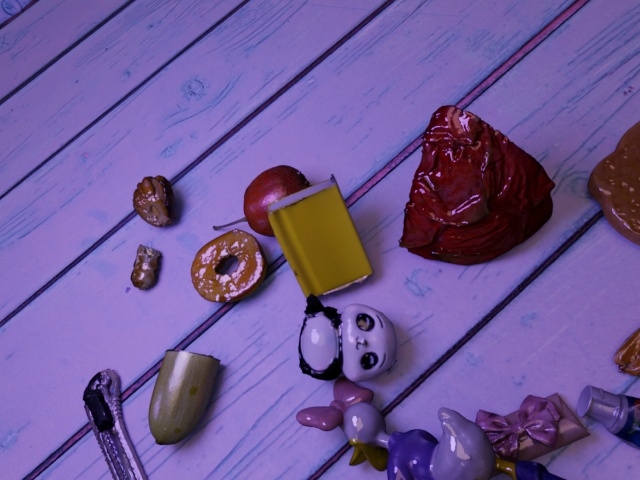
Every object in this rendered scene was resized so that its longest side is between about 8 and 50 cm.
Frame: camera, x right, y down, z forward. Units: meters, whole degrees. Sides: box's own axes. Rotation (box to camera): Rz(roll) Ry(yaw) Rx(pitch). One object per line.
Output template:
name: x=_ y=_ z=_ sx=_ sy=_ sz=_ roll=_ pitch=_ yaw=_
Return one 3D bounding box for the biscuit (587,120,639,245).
biscuit: x=0.718 y=-0.118 z=0.843 sx=0.312 sy=0.057 sz=0.351 roll=37 pitch=82 yaw=26

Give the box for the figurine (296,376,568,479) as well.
figurine: x=0.158 y=0.347 z=0.709 sx=0.421 sy=0.154 sz=0.193 roll=0 pitch=106 yaw=42

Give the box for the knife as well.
knife: x=-0.418 y=0.431 z=0.923 sx=0.089 sy=0.043 sz=0.365 roll=-36 pitch=63 yaw=-1

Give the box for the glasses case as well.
glasses case: x=0.338 y=0.317 z=0.748 sx=0.193 sy=0.070 sz=0.102 roll=-25 pitch=62 yaw=3

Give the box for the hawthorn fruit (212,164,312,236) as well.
hawthorn fruit: x=-0.149 y=-0.067 z=1.016 sx=0.285 sy=0.165 sz=0.165 roll=-21 pitch=63 yaw=17

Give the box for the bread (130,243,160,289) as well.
bread: x=-0.426 y=0.066 z=1.077 sx=0.066 sy=0.060 sz=0.110 roll=-9 pitch=63 yaw=28

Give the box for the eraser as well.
eraser: x=0.000 y=0.000 z=0.911 sx=0.158 sy=0.226 sz=0.069 roll=-24 pitch=20 yaw=3

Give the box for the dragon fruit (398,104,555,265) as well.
dragon fruit: x=0.257 y=-0.115 z=0.860 sx=0.302 sy=0.330 sz=0.240 roll=-33 pitch=41 yaw=2

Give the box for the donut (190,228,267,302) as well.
donut: x=-0.202 y=0.064 z=1.007 sx=0.178 sy=0.065 sz=0.162 roll=-21 pitch=68 yaw=9

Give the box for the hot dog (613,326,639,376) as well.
hot dog: x=0.565 y=0.182 z=0.767 sx=0.133 sy=0.041 sz=0.056 roll=-47 pitch=63 yaw=1

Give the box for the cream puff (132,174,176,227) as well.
cream puff: x=-0.416 y=-0.097 z=1.113 sx=0.104 sy=0.119 sz=0.133 roll=-7 pitch=94 yaw=-26

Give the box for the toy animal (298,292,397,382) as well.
toy animal: x=0.055 y=0.184 z=0.847 sx=0.179 sy=0.138 sz=0.166 roll=-2 pitch=83 yaw=20

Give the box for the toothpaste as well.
toothpaste: x=0.562 y=0.309 z=0.705 sx=0.266 sy=0.061 sz=0.096 roll=19 pitch=72 yaw=16

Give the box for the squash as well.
squash: x=-0.287 y=0.317 z=0.895 sx=0.123 sy=0.123 sz=0.186 roll=8 pitch=69 yaw=19
